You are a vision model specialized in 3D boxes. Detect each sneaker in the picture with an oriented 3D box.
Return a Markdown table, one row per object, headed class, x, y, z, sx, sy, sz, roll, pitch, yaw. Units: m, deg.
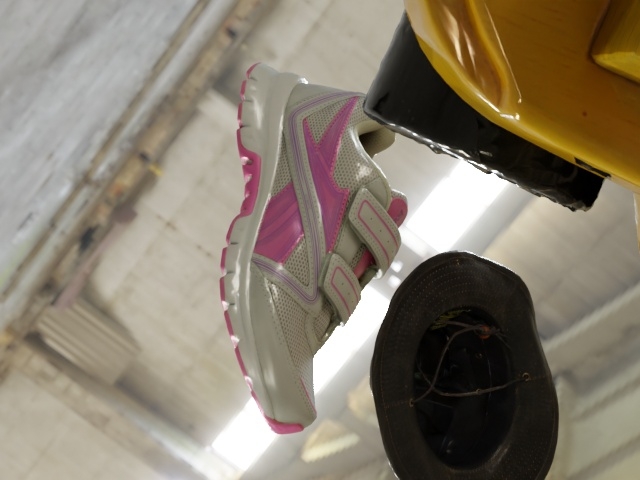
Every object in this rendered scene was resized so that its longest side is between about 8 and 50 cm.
| class | x | y | z | sx | sy | sz | roll | pitch | yaw |
| --- | --- | --- | --- | --- | --- | --- | --- | --- | --- |
| sneaker | 0.000 | 0.000 | 0.814 | 0.103 | 0.111 | 0.252 | 72 | 20 | -70 |

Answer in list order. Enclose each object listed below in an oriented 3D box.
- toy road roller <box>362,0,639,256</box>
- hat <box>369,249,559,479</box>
| class | x | y | z | sx | sy | sz | roll | pitch | yaw |
| --- | --- | --- | --- | --- | --- | --- | --- | --- | --- |
| toy road roller | 0.183 | -0.064 | 0.392 | 0.240 | 0.329 | 0.203 | -123 | -123 | -80 |
| hat | 0.140 | 0.180 | 1.510 | 0.134 | 0.331 | 0.331 | -8 | -141 | 48 |
